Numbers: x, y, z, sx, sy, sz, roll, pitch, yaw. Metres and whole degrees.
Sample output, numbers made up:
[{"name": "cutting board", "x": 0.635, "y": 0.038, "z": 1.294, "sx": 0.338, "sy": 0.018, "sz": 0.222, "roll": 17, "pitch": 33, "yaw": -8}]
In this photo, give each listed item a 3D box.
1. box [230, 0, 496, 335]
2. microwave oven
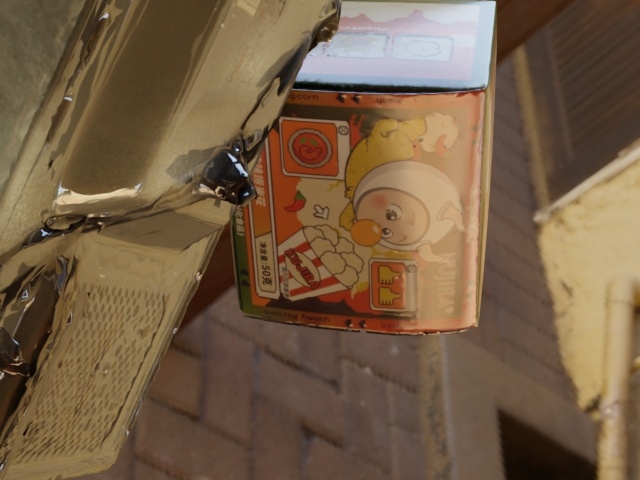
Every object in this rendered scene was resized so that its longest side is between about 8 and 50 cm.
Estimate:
[{"name": "box", "x": 0.032, "y": -0.055, "z": 0.872, "sx": 0.177, "sy": 0.195, "sz": 0.148, "roll": 3, "pitch": 36, "yaw": 8}, {"name": "microwave oven", "x": -0.182, "y": -0.130, "z": 0.627, "sx": 0.374, "sy": 0.432, "sz": 0.236, "roll": 26, "pitch": 2, "yaw": 18}]
